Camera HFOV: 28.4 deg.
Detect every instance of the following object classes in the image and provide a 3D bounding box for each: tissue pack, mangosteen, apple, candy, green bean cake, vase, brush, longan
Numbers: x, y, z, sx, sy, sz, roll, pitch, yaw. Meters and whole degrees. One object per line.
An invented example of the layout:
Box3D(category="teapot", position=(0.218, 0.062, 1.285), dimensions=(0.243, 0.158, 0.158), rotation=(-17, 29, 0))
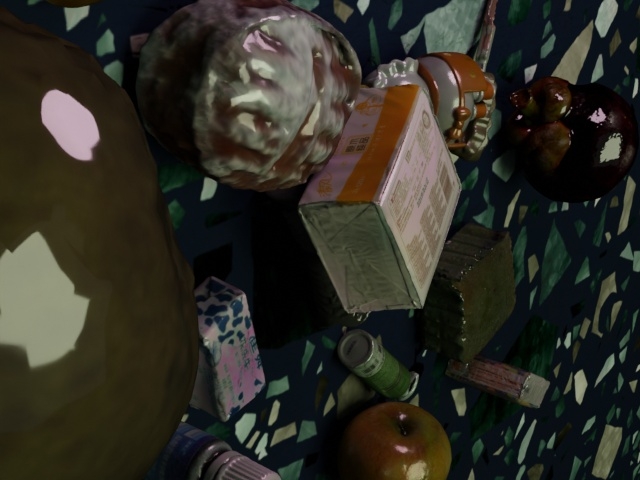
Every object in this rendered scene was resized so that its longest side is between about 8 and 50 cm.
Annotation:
Box3D(category="tissue pack", position=(0.303, 0.236, 2.170), dimensions=(0.108, 0.148, 0.060), rotation=(29, 80, -58))
Box3D(category="mangosteen", position=(0.398, -0.177, 2.083), dimensions=(0.250, 0.211, 0.211), rotation=(29, 80, -26))
Box3D(category="apple", position=(0.110, 0.332, 1.911), dimensions=(0.182, 0.182, 0.155), rotation=(-26, 140, -48))
Box3D(category="candy", position=(-0.127, 0.135, 1.550), dimensions=(0.092, 0.073, 0.160), rotation=(-42, 137, -35))
Box3D(category="green bean cake", position=(0.232, 0.082, 2.037), dimensions=(0.173, 0.094, 0.181), rotation=(-40, 136, -40))
Box3D(category="tissue pack", position=(0.077, -0.054, 1.568), dimensions=(0.185, 0.124, 0.225), rotation=(63, 35, -36))
Box3D(category="candy", position=(-0.070, -0.163, 1.409), dimensions=(0.289, 0.157, 0.214), rotation=(4, 112, -55))
Box3D(category="vase", position=(0.000, 0.000, 1.650), dimensions=(0.115, 0.115, 0.237), rotation=(-52, 139, -28))
Box3D(category="brush", position=(0.241, -0.270, 1.920), dimensions=(0.084, 0.071, 0.301), rotation=(23, 77, -73))
Box3D(category="longan", position=(-0.292, 0.041, 0.958), dimensions=(0.404, 0.404, 0.436), rotation=(-38, 131, -41))

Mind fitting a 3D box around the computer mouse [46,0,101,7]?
Box3D(category="computer mouse", position=(-0.178, -0.347, 1.238), dimensions=(0.310, 0.072, 0.158), rotation=(-43, 136, -35))

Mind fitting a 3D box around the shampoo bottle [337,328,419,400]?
Box3D(category="shampoo bottle", position=(0.093, 0.195, 1.916), dimensions=(0.065, 0.065, 0.204), rotation=(-63, 147, -12))

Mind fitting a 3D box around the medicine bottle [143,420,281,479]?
Box3D(category="medicine bottle", position=(-0.140, 0.265, 1.474), dimensions=(0.083, 0.203, 0.083), rotation=(-33, 132, -46))

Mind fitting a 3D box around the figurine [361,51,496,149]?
Box3D(category="figurine", position=(0.134, -0.183, 1.717), dimensions=(0.271, 0.143, 0.143), rotation=(-22, 123, -50))
